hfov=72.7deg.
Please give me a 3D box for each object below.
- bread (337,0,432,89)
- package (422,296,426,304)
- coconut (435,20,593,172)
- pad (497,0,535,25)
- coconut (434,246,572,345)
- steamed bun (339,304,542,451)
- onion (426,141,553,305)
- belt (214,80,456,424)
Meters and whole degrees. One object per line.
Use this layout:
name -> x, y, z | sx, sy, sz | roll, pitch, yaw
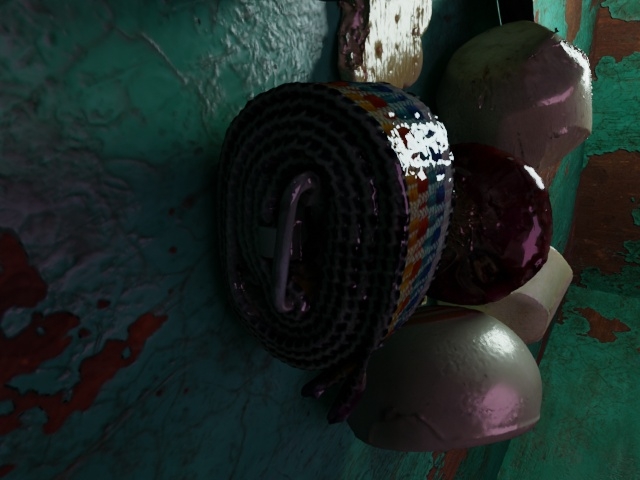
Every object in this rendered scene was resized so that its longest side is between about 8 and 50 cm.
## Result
bread -> 0.091, -0.299, 0.583 | 0.182, 0.039, 0.250 | 1, 99, -54
package -> 0.151, 0.078, 0.765 | 0.131, 0.047, 0.070 | 10, 95, -55
coconut -> 0.333, -0.223, 0.758 | 0.244, 0.245, 0.247 | -57, 132, -26
pad -> 0.412, -0.393, 0.900 | 0.367, 0.007, 0.247 | 48, 29, -48
coconut -> 0.385, 0.087, 0.925 | 0.244, 0.239, 0.239 | -53, 137, -22
steamed bun -> 0.163, 0.186, 0.638 | 0.283, 0.283, 0.177 | 11, 67, -54
onion -> 0.211, -0.021, 0.654 | 0.190, 0.247, 0.246 | 29, 76, -60
belt -> 0.000, 0.000, 0.417 | 0.161, 0.207, 0.294 | -25, 134, -52
